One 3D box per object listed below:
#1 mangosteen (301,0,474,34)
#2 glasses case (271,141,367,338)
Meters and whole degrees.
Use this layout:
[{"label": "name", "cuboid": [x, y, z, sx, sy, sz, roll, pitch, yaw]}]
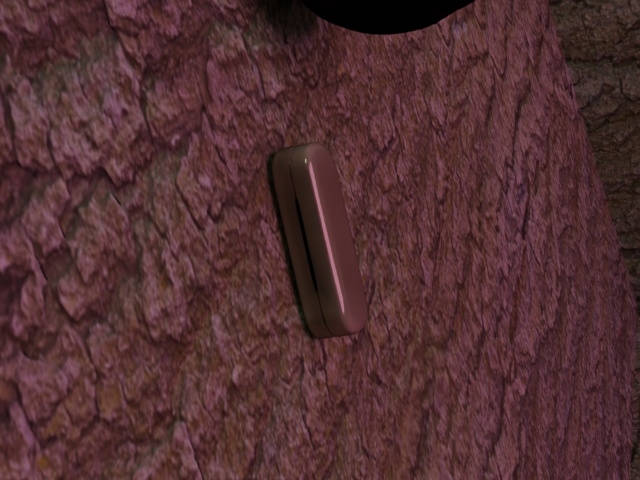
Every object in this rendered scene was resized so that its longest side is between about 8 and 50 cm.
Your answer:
[{"label": "mangosteen", "cuboid": [0.074, -0.367, 1.440, 0.300, 0.300, 0.300, -12, 90, -69]}, {"label": "glasses case", "cuboid": [0.000, 0.000, 1.372, 0.083, 0.050, 0.196, -14, 92, -67]}]
